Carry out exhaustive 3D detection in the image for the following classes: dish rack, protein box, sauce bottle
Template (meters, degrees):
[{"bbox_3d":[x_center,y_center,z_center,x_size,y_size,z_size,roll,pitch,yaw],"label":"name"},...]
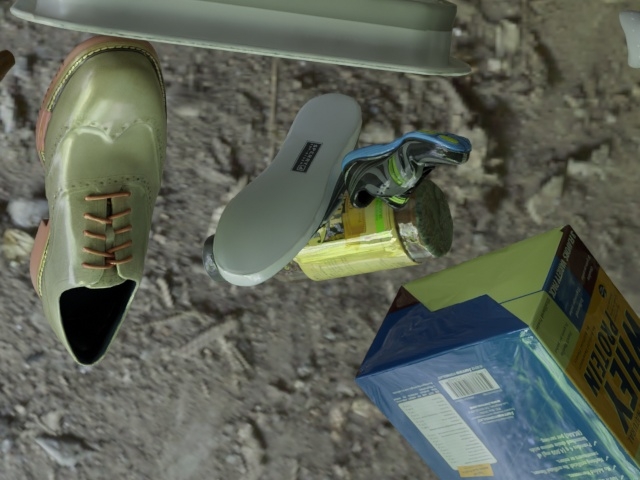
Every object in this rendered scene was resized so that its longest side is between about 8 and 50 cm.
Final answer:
[{"bbox_3d":[-0.059,-0.181,0.804,0.285,0.333,0.072,6,106,-12],"label":"dish rack"},{"bbox_3d":[0.181,0.127,1.040,0.201,0.199,0.136,50,44,-19],"label":"protein box"},{"bbox_3d":[0.000,0.000,1.532,0.111,0.344,0.111,32,52,-54],"label":"sauce bottle"}]

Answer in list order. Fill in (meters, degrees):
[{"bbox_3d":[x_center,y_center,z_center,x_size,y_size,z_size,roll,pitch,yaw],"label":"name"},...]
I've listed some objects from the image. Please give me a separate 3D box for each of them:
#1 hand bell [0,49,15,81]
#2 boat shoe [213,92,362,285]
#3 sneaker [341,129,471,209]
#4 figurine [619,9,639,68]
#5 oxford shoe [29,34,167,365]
[{"bbox_3d":[-0.396,-0.127,1.148,0.242,0.126,0.126,-43,119,-40],"label":"hand bell"},{"bbox_3d":[-0.030,-0.045,1.379,0.102,0.108,0.301,81,28,-47],"label":"boat shoe"},{"bbox_3d":[0.097,-0.075,1.275,0.067,0.188,0.078,3,78,-40],"label":"sneaker"},{"bbox_3d":[0.420,-0.161,1.280,0.092,0.209,0.215,-26,111,-19],"label":"figurine"},{"bbox_3d":[-0.222,-0.032,1.222,0.140,0.147,0.397,-6,137,-22],"label":"oxford shoe"}]
